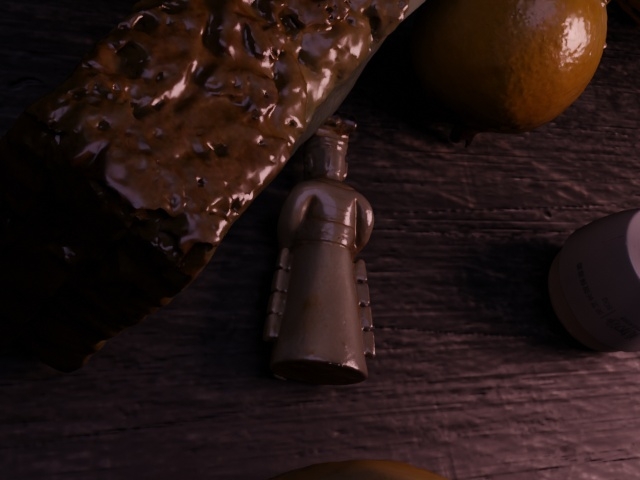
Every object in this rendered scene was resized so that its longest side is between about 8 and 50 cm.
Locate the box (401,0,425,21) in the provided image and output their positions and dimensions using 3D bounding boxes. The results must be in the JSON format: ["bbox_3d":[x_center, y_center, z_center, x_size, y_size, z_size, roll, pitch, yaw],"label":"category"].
[{"bbox_3d":[0.046,-0.297,0.708,0.220,0.290,0.166,40,67,6],"label":"box"}]

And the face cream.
[{"bbox_3d":[0.260,0.033,0.882,0.117,0.104,0.117,12,62,-24],"label":"face cream"}]

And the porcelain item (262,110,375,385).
[{"bbox_3d":[0.000,0.000,0.792,0.084,0.054,0.213,14,62,-25],"label":"porcelain item"}]

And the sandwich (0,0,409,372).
[{"bbox_3d":[-0.080,-0.083,0.665,0.131,0.262,0.325,41,55,-10],"label":"sandwich"}]

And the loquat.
[{"bbox_3d":[0.166,-0.175,0.882,0.149,0.204,0.172,51,15,17],"label":"loquat"}]

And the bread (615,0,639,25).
[{"bbox_3d":[0.418,-0.365,1.004,0.215,0.398,0.398,-31,84,-27],"label":"bread"}]

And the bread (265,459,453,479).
[{"bbox_3d":[-0.058,0.281,0.474,0.328,0.245,0.424,26,47,16],"label":"bread"}]
